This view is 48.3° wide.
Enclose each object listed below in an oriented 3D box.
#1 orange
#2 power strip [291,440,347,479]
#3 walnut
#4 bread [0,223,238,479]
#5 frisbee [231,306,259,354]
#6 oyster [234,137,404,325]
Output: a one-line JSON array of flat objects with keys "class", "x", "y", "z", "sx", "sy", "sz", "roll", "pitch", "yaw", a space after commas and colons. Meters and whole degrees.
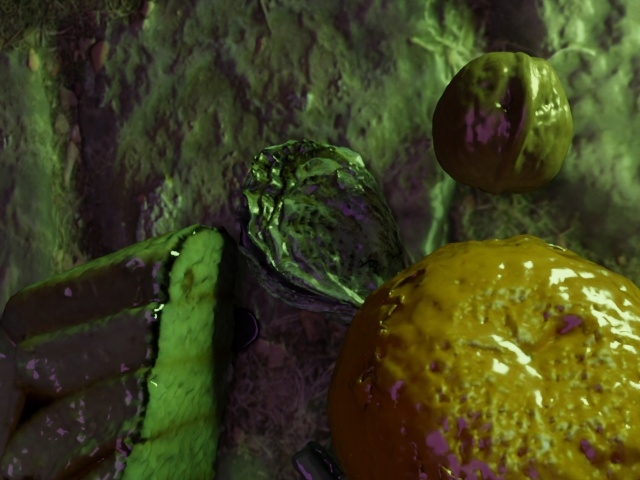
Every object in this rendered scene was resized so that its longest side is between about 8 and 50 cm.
[{"class": "orange", "x": 0.176, "y": 0.171, "z": 0.686, "sx": 0.341, "sy": 0.293, "sz": 0.340, "roll": 0, "pitch": 55, "yaw": 1}, {"class": "power strip", "x": 0.037, "y": 0.331, "z": 0.796, "sx": 0.224, "sy": 0.139, "sz": 0.140, "roll": 45, "pitch": 101, "yaw": 19}, {"class": "walnut", "x": 0.205, "y": -0.131, "z": 0.801, "sx": 0.167, "sy": 0.149, "sz": 0.166, "roll": 2, "pitch": 78, "yaw": -9}, {"class": "bread", "x": -0.261, "y": 0.164, "z": 0.854, "sx": 0.264, "sy": 0.239, "sz": 0.394, "roll": 5, "pitch": 84, "yaw": 19}, {"class": "frisbee", "x": -0.173, "y": 0.192, "z": 0.954, "sx": 0.211, "sy": 0.012, "sz": 0.187, "roll": -8, "pitch": 82, "yaw": 17}, {"class": "oyster", "x": 0.000, "y": 0.000, "z": 0.879, "sx": 0.199, "sy": 0.112, "sz": 0.267, "roll": -13, "pitch": 70, "yaw": -5}]
